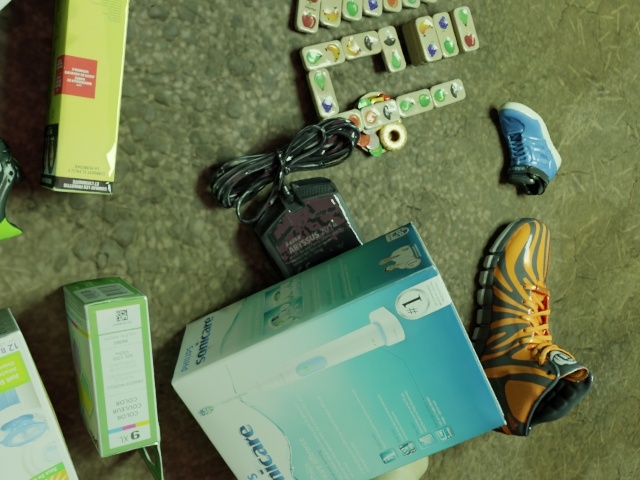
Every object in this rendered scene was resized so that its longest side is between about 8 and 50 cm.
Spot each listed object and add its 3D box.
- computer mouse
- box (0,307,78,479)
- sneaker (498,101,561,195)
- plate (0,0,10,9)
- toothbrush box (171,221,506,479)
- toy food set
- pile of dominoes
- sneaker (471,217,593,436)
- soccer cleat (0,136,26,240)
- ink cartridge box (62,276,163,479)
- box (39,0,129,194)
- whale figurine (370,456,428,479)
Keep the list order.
[{"bbox_3d":[0.000,0.000,0.804,0.189,0.072,0.272,-26,103,-8],"label":"computer mouse"},{"bbox_3d":[-0.313,0.184,0.625,0.114,0.103,0.203,-21,107,-27],"label":"box"},{"bbox_3d":[0.302,-0.129,0.976,0.152,0.058,0.084,45,65,-34],"label":"sneaker"},{"bbox_3d":[-0.380,-0.247,0.481,0.277,0.045,0.278,34,59,-16],"label":"plate"},{"bbox_3d":[0.020,0.148,0.733,0.296,0.126,0.216,-26,112,7],"label":"toothbrush box"},{"bbox_3d":[0.075,-0.153,0.860,0.083,0.020,0.083,-18,106,-28],"label":"toy food set"},{"bbox_3d":[0.089,-0.252,0.829,0.251,0.040,0.195,-22,100,-27],"label":"pile of dominoes"},{"bbox_3d":[0.318,0.130,0.949,0.125,0.180,0.320,13,90,-32],"label":"sneaker"},{"bbox_3d":[-0.322,-0.084,0.616,0.072,0.060,0.178,-11,109,-39],"label":"soccer cleat"},{"bbox_3d":[-0.214,0.151,0.677,0.062,0.109,0.209,-9,101,-29],"label":"ink cartridge box"},{"bbox_3d":[-0.230,-0.163,0.639,0.058,0.087,0.232,5,95,-31],"label":"box"},{"bbox_3d":[0.061,0.388,0.880,0.216,0.141,0.272,44,50,-28],"label":"whale figurine"}]
